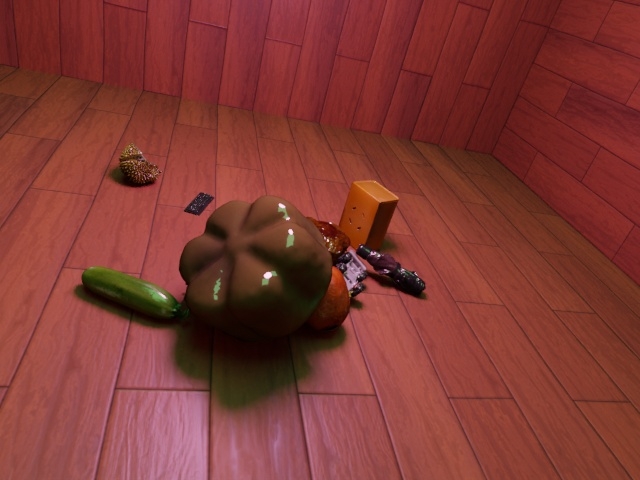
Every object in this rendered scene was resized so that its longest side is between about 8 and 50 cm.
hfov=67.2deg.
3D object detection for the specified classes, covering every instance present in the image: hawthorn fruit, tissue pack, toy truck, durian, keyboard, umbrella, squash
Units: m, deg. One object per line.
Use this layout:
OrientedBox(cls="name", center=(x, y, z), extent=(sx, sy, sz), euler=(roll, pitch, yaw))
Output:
OrientedBox(cls="hawthorn fruit", center=(-0.003, 0.163, 1.631), extent=(0.211, 0.300, 0.211), euler=(1, 23, 0))
OrientedBox(cls="tissue pack", center=(0.214, -0.107, 2.179), extent=(0.145, 0.275, 0.194), euler=(-10, 40, -36))
OrientedBox(cls="toy truck", center=(0.104, 0.136, 1.892), extent=(0.136, 0.111, 0.286), euler=(50, 23, -5))
OrientedBox(cls="durian", center=(-0.831, -0.330, 2.203), extent=(0.193, 0.138, 0.237), euler=(42, -4, 25))
OrientedBox(cls="keyboard", center=(-0.545, -0.170, 2.179), extent=(0.074, 0.015, 0.197), euler=(17, 31, 1))
OrientedBox(cls="umbrella", center=(0.289, 0.113, 1.989), extent=(0.326, 0.094, 0.090), euler=(35, 5, 1))
OrientedBox(cls="squash", center=(-0.590, 0.168, 1.531), extent=(0.378, 0.102, 0.101), euler=(22, 31, 8))

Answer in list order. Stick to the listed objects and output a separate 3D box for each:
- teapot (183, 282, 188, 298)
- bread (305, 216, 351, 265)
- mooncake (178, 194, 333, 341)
OrientedBox(cls="teapot", center=(-0.425, 0.159, 1.623), extent=(0.080, 0.110, 0.085), euler=(22, 65, 2))
OrientedBox(cls="bread", center=(0.011, 0.006, 2.037), extent=(0.231, 0.135, 0.247), euler=(13, 30, -6))
OrientedBox(cls="mooncake", center=(-0.205, 0.078, 1.507), extent=(0.262, 0.467, 0.467), euler=(49, 3, -44))
